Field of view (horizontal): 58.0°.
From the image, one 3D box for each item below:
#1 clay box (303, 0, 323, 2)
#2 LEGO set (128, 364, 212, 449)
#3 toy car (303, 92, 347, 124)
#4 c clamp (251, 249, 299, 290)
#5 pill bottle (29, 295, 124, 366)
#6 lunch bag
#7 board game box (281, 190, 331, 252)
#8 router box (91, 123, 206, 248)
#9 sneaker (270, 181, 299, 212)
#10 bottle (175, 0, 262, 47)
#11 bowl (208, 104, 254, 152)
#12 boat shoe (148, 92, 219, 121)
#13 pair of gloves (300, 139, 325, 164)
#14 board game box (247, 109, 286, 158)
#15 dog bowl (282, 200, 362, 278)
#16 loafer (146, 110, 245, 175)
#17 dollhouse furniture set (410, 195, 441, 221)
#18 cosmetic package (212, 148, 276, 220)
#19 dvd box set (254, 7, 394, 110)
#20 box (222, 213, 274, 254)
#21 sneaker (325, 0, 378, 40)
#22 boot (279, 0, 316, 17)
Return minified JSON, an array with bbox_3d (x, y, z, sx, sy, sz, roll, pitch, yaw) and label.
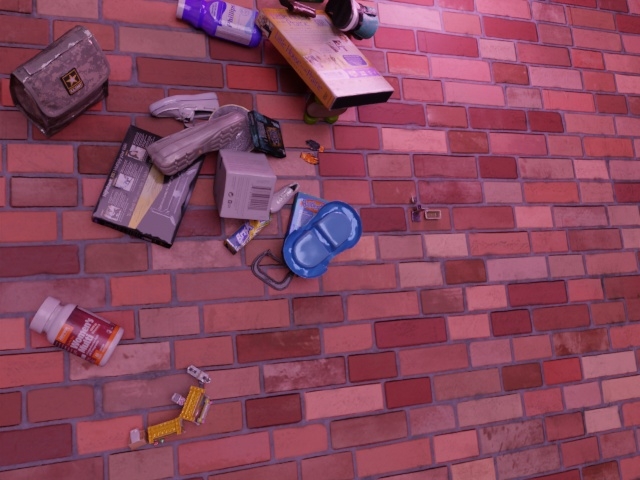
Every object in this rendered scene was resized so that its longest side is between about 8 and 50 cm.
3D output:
[{"bbox_3d":[-0.055,-0.974,2.079,0.127,0.053,0.222,-5,83,-22],"label":"clay box"},{"bbox_3d":[-0.408,0.511,1.667,0.132,0.107,0.287,33,72,25],"label":"LEGO set"},{"bbox_3d":[0.008,-0.517,1.972,0.149,0.155,0.188,-7,73,-22],"label":"toy car"},{"bbox_3d":[-0.136,0.086,1.868,0.161,0.022,0.137,30,81,-13],"label":"c clamp"},{"bbox_3d":[-0.667,0.248,1.586,0.221,0.121,0.121,30,71,-13],"label":"pill bottle"},{"bbox_3d":[-0.722,-0.446,1.606,0.169,0.287,0.235,46,68,-7],"label":"lunch bag"},{"bbox_3d":[-0.029,-0.040,1.918,0.160,0.047,0.210,18,75,-17],"label":"board game box"},{"bbox_3d":[-0.513,-0.160,1.741,0.243,0.081,0.309,22,73,-16],"label":"router box"},{"bbox_3d":[-0.123,-0.146,1.875,0.053,0.061,0.152,47,50,-8],"label":"sneaker"},{"bbox_3d":[-0.331,-0.730,1.909,0.283,0.092,0.118,11,71,-18],"label":"bottle"},{"bbox_3d":[-0.286,-0.343,1.861,0.170,0.080,0.170,4,78,-20],"label":"bowl"},{"bbox_3d":[-0.421,-0.413,1.821,0.226,0.083,0.075,-18,86,-23],"label":"boat shoe"},{"bbox_3d":[-0.027,-0.304,1.988,0.074,0.010,0.083,24,72,-15],"label":"pair of gloves"},{"bbox_3d":[-0.171,-0.339,1.863,0.026,0.186,0.126,-14,84,20],"label":"board game box"},{"bbox_3d":[0.000,0.000,1.856,0.297,0.074,0.166,-41,96,-21],"label":"dog bowl"},{"bbox_3d":[-0.366,-0.313,1.725,0.319,0.112,0.111,-35,75,-29],"label":"loafer"},{"bbox_3d":[0.393,-0.118,2.071,0.114,0.081,0.091,-1,80,-21],"label":"dollhouse furniture set"},{"bbox_3d":[-0.236,-0.172,1.767,0.151,0.183,0.151,4,118,-21],"label":"cosmetic package"},{"bbox_3d":[0.016,-0.607,1.907,0.308,0.062,0.420,-21,67,-44],"label":"dvd box set"},{"bbox_3d":[-0.229,-0.030,1.835,0.054,0.059,0.169,47,68,-4],"label":"box"},{"bbox_3d":[0.127,-0.769,2.023,0.178,0.124,0.295,23,29,-25],"label":"sneaker"},{"bbox_3d":[-0.075,-0.789,1.936,0.114,0.037,0.106,-9,58,-44],"label":"boot"}]
